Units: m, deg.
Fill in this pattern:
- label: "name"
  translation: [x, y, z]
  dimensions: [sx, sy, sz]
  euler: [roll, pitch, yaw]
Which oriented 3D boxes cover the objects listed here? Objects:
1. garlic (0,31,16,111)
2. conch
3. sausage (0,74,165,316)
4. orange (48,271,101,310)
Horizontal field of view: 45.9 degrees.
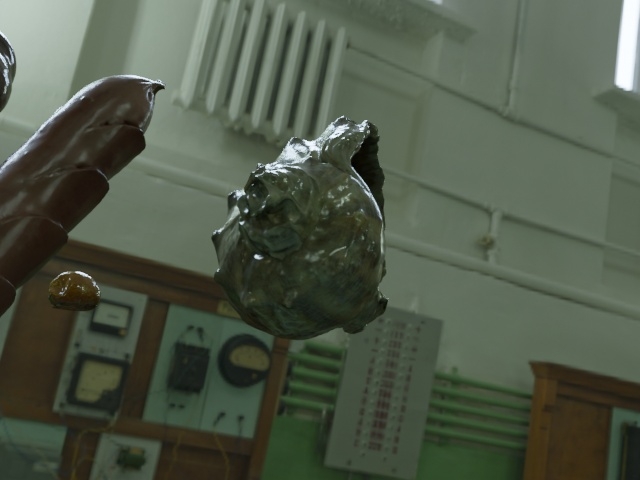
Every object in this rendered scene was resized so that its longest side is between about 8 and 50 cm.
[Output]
- label: "garlic"
  translation: [-0.458, -0.173, 0.838]
  dimensions: [0.245, 0.245, 0.160]
  euler: [0, -49, 39]
- label: "conch"
  translation: [-0.016, 0.000, 0.713]
  dimensions: [0.159, 0.210, 0.291]
  euler: [-4, -25, 7]
- label: "sausage"
  translation: [-0.253, 0.000, 0.589]
  dimensions: [0.088, 0.433, 0.087]
  euler: [20, -38, 16]
- label: "orange"
  translation: [-0.381, 0.079, 1.176]
  dimensions: [0.086, 0.062, 0.086]
  euler: [9, -11, 2]
